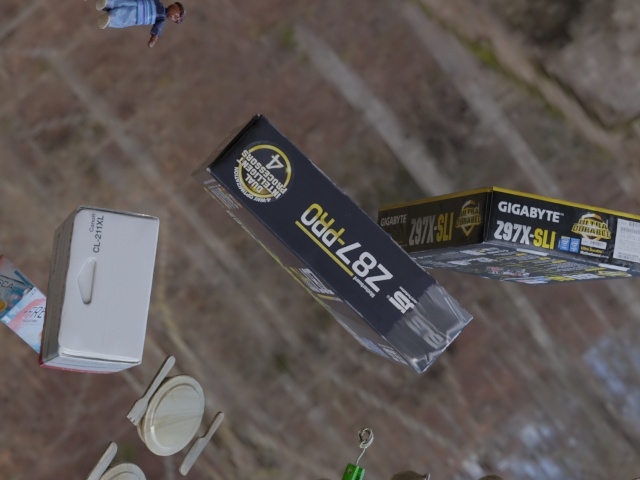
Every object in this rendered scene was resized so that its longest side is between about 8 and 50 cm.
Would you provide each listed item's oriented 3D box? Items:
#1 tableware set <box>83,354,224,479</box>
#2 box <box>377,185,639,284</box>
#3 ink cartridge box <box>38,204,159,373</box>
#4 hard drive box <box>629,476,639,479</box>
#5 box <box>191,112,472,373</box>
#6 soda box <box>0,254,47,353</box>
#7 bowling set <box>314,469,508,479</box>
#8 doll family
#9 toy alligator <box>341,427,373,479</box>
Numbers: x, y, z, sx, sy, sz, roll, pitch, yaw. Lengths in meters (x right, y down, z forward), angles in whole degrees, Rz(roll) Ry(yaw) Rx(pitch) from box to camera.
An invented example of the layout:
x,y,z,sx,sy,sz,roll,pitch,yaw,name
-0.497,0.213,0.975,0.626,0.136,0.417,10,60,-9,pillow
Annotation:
x,y,z,sx,sy,sz,roll,pitch,yaw,name
-0.189,0.218,1.952,0.039,0.128,0.194,19,-114,37,tableware set
0.250,-0.001,2.469,0.322,0.257,0.079,171,-74,-67,box
-0.192,0.046,1.638,0.175,0.072,0.127,157,-60,-75,ink cartridge box
0.284,0.371,1.917,0.089,0.232,0.181,-25,168,37,hard drive box
0.000,0.000,2.176,0.097,0.318,0.395,-48,-174,-4,box
-0.362,0.081,2.326,0.058,0.063,0.183,-45,162,-6,soda box
0.111,0.384,2.331,0.287,0.200,0.154,4,-130,25,bowling set
-0.222,-0.323,2.261,0.111,0.193,0.076,-3,-178,-39,doll family
0.037,0.355,2.676,0.056,0.051,0.190,17,-108,23,toy alligator
